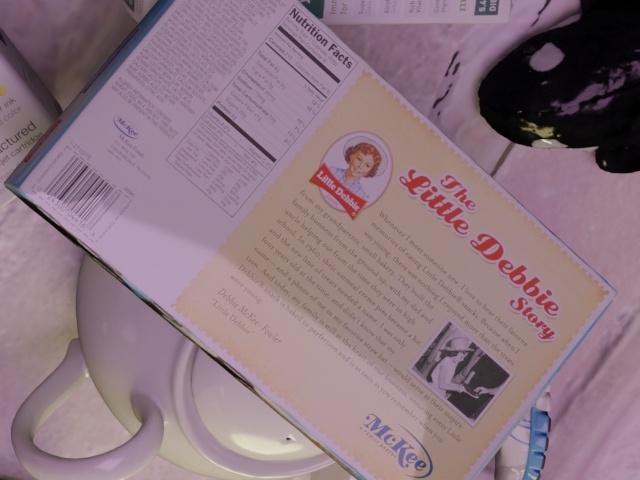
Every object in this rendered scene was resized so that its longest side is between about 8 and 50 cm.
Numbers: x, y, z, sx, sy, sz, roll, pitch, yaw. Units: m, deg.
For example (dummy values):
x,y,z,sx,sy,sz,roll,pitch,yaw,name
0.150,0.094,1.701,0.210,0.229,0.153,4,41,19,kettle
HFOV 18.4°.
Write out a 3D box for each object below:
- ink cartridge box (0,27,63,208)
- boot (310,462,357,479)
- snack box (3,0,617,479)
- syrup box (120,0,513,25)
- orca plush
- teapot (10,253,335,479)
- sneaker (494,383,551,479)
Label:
x,y,z,sx,sy,sz,roll,pitch,yaw,name
-0.269,-0.099,1.171,0.154,0.093,0.212,-34,118,1,ink cartridge box
0.074,0.125,1.400,0.086,0.069,0.190,16,127,-30,boot
0.000,0.000,1.150,0.322,0.060,0.187,41,82,-15,snack box
-0.003,-0.187,1.212,0.236,0.096,0.093,-3,114,-17,syrup box
0.258,-0.097,1.335,0.287,0.102,0.151,5,113,-20,orca plush
-0.036,0.064,1.271,0.252,0.187,0.256,23,107,-26,teapot
0.126,0.097,1.417,0.082,0.071,0.191,1,112,-4,sneaker
